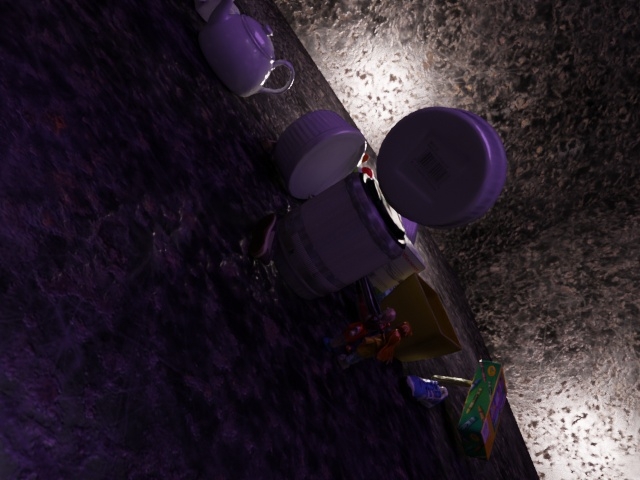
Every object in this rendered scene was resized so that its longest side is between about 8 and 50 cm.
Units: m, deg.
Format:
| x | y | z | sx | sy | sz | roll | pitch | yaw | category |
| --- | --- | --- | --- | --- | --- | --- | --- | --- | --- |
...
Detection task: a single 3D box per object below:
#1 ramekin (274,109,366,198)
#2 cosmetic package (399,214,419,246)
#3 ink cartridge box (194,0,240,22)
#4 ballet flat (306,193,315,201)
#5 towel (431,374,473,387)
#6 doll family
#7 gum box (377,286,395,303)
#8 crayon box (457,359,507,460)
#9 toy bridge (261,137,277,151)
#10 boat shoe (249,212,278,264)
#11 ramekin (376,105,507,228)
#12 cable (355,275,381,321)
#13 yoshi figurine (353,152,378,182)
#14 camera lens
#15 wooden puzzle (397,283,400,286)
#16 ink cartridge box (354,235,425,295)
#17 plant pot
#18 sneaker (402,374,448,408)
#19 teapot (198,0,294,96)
| x | y | z | sx | sy | sz | roll | pitch | yaw | category |
| --- | --- | --- | --- | --- | --- | --- | --- | --- | --- |
| -0.011 | -0.255 | 1.508 | 0.127 | 0.273 | 0.273 | 55 | 14 | 22 | ramekin |
| 0.221 | -0.063 | 1.821 | 0.237 | 0.107 | 0.127 | 23 | 75 | -28 | cosmetic package |
| -0.334 | -0.745 | 1.665 | 0.143 | 0.089 | 0.092 | 40 | 26 | -49 | ink cartridge box |
| 0.000 | 0.000 | 1.385 | 0.249 | 0.086 | 0.086 | 64 | 15 | -16 | ballet flat |
| 0.475 | 0.500 | 1.842 | 0.110 | 0.148 | 0.027 | 32 | 62 | -59 | towel |
| 0.133 | 0.238 | 1.242 | 0.119 | 0.163 | 0.263 | 63 | 17 | 11 | doll family |
| 0.229 | 0.180 | 1.824 | 0.157 | 0.041 | 0.185 | 36 | 28 | -54 | gum box |
| 0.552 | 0.568 | 1.755 | 0.278 | 0.081 | 0.166 | -55 | 136 | -38 | crayon box |
| -0.124 | -0.269 | 1.586 | 0.188 | 0.026 | 0.063 | 31 | 31 | -58 | toy bridge |
| -0.118 | -0.003 | 1.127 | 0.049 | 0.056 | 0.152 | 56 | 26 | -28 | boat shoe |
| 0.256 | -0.160 | 1.142 | 0.277 | 0.277 | 0.135 | 62 | 25 | 9 | ramekin |
| 0.102 | 0.117 | 1.444 | 0.139 | 0.072 | 0.288 | -82 | 150 | -78 | cable |
| 0.087 | -0.238 | 1.981 | 0.203 | 0.203 | 0.363 | -29 | 106 | -36 | yoshi figurine |
| 0.044 | -0.010 | 1.209 | 0.219 | 0.274 | 0.219 | 51 | 19 | -25 | camera lens |
| 0.296 | -0.020 | 2.016 | 0.348 | 0.080 | 0.323 | 40 | 60 | -53 | wooden puzzle |
| 0.201 | 0.073 | 1.632 | 0.153 | 0.208 | 0.087 | 45 | 22 | -41 | ink cartridge box |
| 0.284 | 0.259 | 1.601 | 0.212 | 0.187 | 0.212 | 37 | 29 | -51 | plant pot |
| 0.312 | 0.442 | 1.560 | 0.211 | 0.081 | 0.080 | 38 | 29 | -48 | sneaker |
| -0.217 | -0.561 | 1.530 | 0.253 | 0.187 | 0.256 | 62 | 16 | 5 | teapot |
